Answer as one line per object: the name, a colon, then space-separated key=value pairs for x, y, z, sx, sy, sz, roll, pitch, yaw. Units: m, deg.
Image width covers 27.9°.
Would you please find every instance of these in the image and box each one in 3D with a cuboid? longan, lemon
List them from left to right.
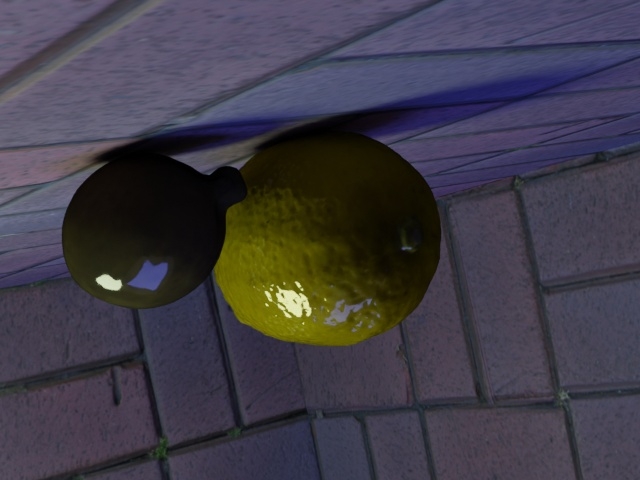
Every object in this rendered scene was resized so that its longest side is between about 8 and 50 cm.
longan: x=-0.169 y=-0.017 z=1.335 sx=0.204 sy=0.159 sz=0.185 roll=-28 pitch=179 yaw=-11
lemon: x=0.000 y=0.000 z=1.478 sx=0.245 sy=0.245 sz=0.320 roll=-9 pitch=-178 yaw=-39
